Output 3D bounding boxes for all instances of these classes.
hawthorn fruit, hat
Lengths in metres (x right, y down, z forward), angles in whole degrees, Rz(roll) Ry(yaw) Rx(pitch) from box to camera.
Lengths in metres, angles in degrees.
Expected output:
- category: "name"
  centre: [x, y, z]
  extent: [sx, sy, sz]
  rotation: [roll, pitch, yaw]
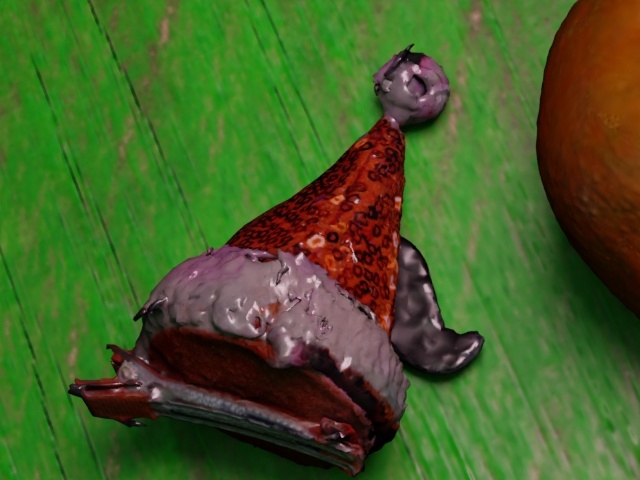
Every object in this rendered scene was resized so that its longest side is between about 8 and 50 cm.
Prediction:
- category: "hawthorn fruit"
  centre: [0.179, -0.039, 0.829]
  extent: [0.189, 0.189, 0.189]
  rotation: [-4, 73, 12]
- category: "hat"
  centre: [-0.001, 0.001, 0.909]
  extent: [0.140, 0.129, 0.227]
  rotation: [3, 54, 36]
